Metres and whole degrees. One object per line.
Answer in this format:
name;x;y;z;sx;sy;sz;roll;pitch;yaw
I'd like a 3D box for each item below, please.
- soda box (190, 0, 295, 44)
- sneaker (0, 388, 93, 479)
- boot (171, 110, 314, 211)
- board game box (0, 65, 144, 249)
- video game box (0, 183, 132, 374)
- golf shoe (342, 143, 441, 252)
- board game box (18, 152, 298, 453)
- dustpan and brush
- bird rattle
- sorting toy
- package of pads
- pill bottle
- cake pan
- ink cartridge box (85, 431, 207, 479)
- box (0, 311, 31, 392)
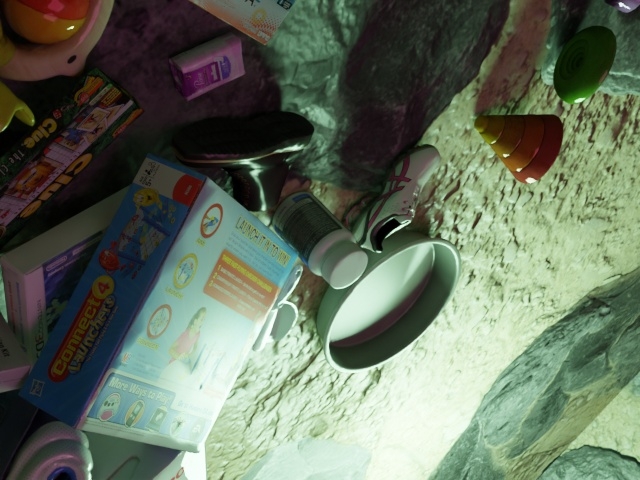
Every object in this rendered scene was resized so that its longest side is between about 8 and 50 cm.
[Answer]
soda box;-0.111;-0.273;0.964;0.063;0.058;0.183;-53;145;13
sneaker;-0.425;0.308;1.103;0.323;0.236;0.130;-37;145;-10
boot;-0.105;-0.082;1.163;0.198;0.077;0.137;-10;138;-37
board game box;-0.299;-0.068;0.966;0.260;0.030;0.136;-44;177;1
video game box;-0.278;0.051;1.101;0.205;0.048;0.187;-37;151;-41
golf shoe;0.123;-0.061;1.397;0.186;0.086;0.067;-48;144;5
board game box;-0.176;0.092;1.128;0.301;0.086;0.308;-64;156;-9
dustpan and brush;-0.079;0.105;1.389;0.147;0.060;0.211;-7;132;-41
bird rattle;-0.276;-0.231;0.831;0.207;0.143;0.253;-9;121;-55
sorting toy;0.352;-0.268;1.423;0.126;0.127;0.365;20;112;-20
package of pads;-0.127;-0.198;1.050;0.083;0.032;0.050;-29;140;-20
pill bottle;0.000;0.000;1.291;0.078;0.137;0.078;-26;142;-23
cake pan;0.112;0.100;1.581;0.293;0.054;0.293;-26;142;-23
ink cartridge box;-0.305;0.427;1.349;0.279;0.160;0.384;-44;152;-38
box;-0.424;0.114;0.982;0.186;0.145;0.038;-6;131;-40
